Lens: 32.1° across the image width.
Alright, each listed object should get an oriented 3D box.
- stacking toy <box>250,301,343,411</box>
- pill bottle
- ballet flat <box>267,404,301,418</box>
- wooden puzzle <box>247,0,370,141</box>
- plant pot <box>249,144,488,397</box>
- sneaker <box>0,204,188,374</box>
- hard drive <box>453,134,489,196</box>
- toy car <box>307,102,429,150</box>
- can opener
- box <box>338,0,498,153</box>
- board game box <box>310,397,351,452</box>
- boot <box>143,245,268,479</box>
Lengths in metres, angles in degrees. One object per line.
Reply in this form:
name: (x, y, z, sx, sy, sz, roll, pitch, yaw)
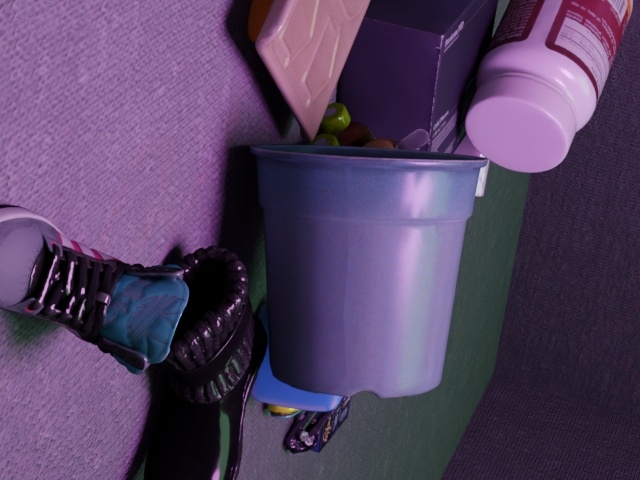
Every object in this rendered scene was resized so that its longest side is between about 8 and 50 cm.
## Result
stacking toy: (-0.022, 0.195, 1.959, 0.302, 0.165, 0.175, 32, 66, -86)
pill bottle: (0.416, -0.327, 2.033, 0.224, 0.224, 0.392, 81, 31, -53)
ballet flat: (-0.033, 0.274, 2.079, 0.231, 0.077, 0.077, -7, 96, -68)
wooden puzzle: (-0.009, -0.349, 1.593, 0.348, 0.080, 0.322, 64, 46, -70)
plant pot: (0.058, 0.036, 1.607, 0.341, 0.341, 0.334, -14, 109, -69)
sneaker: (-0.231, 0.058, 1.136, 0.295, 0.178, 0.124, 38, 71, -70)
hard drive: (0.273, -0.260, 2.255, 0.040, 0.203, 0.307, -1, 104, -41)
toy car: (0.099, -0.138, 1.821, 0.155, 0.188, 0.149, 62, 33, -41)
can opener: (-0.005, 0.342, 2.195, 0.186, 0.059, 0.073, -52, -159, -7)
box: (0.176, -0.310, 1.989, 0.343, 0.179, 0.312, -51, 153, -49)
board game box: (0.028, 0.295, 2.308, 0.165, 0.042, 0.243, -40, 143, -59)
boot: (-0.173, 0.202, 1.498, 0.260, 0.131, 0.348, 80, 21, -67)
